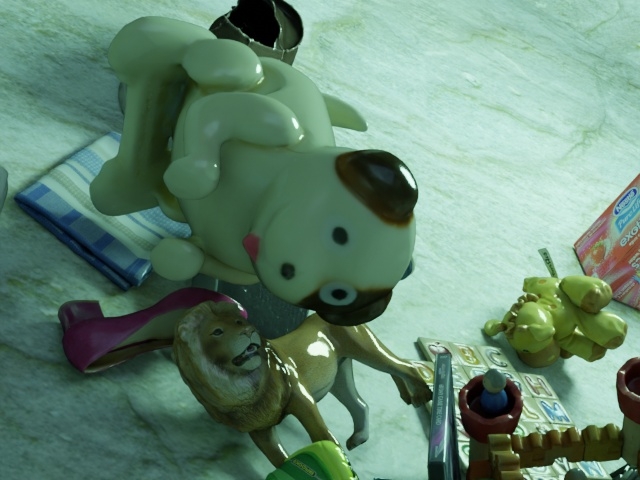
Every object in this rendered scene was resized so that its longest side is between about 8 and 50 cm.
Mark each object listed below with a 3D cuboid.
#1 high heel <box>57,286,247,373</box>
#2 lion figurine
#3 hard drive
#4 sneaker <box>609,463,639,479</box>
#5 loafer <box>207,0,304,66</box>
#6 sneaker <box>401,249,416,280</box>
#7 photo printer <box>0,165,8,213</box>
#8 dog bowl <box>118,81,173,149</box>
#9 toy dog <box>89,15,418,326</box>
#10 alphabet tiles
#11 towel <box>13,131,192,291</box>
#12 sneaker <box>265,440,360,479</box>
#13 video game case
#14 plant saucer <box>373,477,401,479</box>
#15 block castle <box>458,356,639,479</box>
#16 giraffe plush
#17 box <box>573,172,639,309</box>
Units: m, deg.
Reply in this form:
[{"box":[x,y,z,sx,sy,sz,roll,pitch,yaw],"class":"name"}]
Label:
[{"box":[-0.192,0.117,1.603,0.244,0.082,0.117,5,32,-28],"class":"high heel"},{"box":[-0.022,0.162,1.675,0.240,0.142,0.392,58,28,9],"class":"lion figurine"},{"box":[-0.088,0.060,1.803,0.172,0.054,0.254,26,48,-22],"class":"hard drive"},{"box":[0.516,0.377,2.050,0.267,0.101,0.106,-20,75,-50],"class":"sneaker"},{"box":[-0.096,-0.332,2.139,0.134,0.130,0.366,36,28,-3],"class":"loafer"},{"box":[0.000,0.000,2.012,0.350,0.131,0.148,33,54,-27],"class":"sneaker"},{"box":[-0.494,-0.022,1.470,0.256,0.107,0.307,28,30,-18],"class":"photo printer"},{"box":[-0.149,-0.204,2.137,0.349,0.102,0.349,28,29,-17],"class":"dog bowl"},{"box":[-0.054,-0.057,1.659,0.395,0.284,0.408,0,31,-40],"class":"toy dog"},{"box":[0.278,0.268,1.977,0.285,0.011,0.342,10,33,-32],"class":"alphabet tiles"},{"box":[-0.275,-0.049,1.838,0.209,0.034,0.285,38,29,2],"class":"towel"},{"box":[0.016,0.378,1.490,0.109,0.123,0.295,58,12,-66],"class":"sneaker"},{"box":[0.158,0.291,1.672,0.026,0.196,0.274,-3,22,9],"class":"video game case"},{"box":[0.121,0.384,1.674,0.067,0.018,0.192,14,37,-38],"class":"plant saucer"},{"box":[0.338,0.349,1.614,0.303,0.213,0.453,-6,43,-1],"class":"block castle"},{"box":[0.378,0.138,2.201,0.170,0.181,0.210,-35,85,-39],"class":"giraffe plush"},{"box":[0.660,-0.024,2.585,0.154,0.300,0.142,23,32,-25],"class":"box"}]
